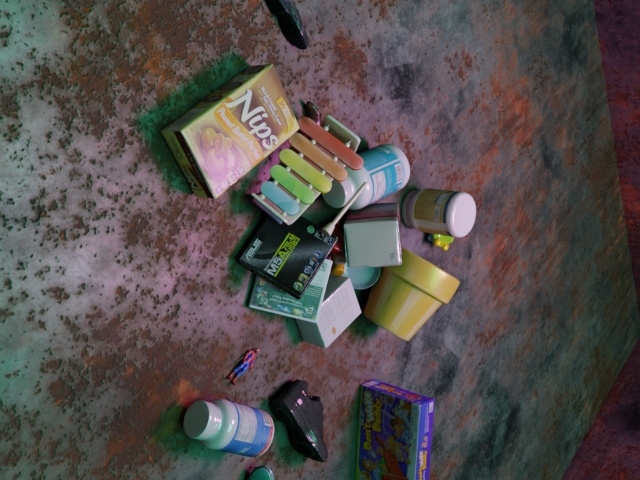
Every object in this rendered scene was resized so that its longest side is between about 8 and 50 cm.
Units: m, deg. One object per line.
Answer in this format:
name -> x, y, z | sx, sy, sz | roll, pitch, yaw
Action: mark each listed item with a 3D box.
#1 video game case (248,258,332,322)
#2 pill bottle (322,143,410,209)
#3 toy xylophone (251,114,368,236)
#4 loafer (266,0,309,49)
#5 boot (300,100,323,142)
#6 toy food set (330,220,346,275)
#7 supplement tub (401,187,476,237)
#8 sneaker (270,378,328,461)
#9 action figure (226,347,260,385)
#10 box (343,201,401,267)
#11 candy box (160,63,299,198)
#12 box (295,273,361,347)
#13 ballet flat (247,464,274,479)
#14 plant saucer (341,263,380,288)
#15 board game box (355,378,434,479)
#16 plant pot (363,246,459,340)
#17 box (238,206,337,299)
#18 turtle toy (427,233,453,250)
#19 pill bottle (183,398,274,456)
video game case -> -0.078, 0.113, 1.839 | 0.190, 0.022, 0.173 | 16, 85, -15
pill bottle -> 0.123, -0.175, 1.973 | 0.264, 0.146, 0.146 | -26, 115, -41
toy xylophone -> -0.012, -0.159, 1.784 | 0.322, 0.236, 0.081 | -57, 174, -18
loafer -> -0.070, -0.563, 1.760 | 0.061, 0.062, 0.170 | -56, 133, -30
boot -> -0.040, -0.299, 1.860 | 0.114, 0.037, 0.106 | -49, 130, -23
toy food set -> 0.000, 0.000, 1.916 | 0.232, 0.111, 0.104 | 27, 47, -35
supplement tub -> 0.374, -0.091, 2.213 | 0.144, 0.200, 0.144 | -12, 107, -45
sneaker -> -0.031, 0.515, 1.978 | 0.130, 0.109, 0.286 | -49, 131, -37
action figure -> -0.196, 0.325, 1.820 | 0.115, 0.030, 0.038 | -52, 125, -29
box -> 0.150, -0.019, 1.953 | 0.232, 0.149, 0.126 | -67, 152, -74
candy box -> -0.205, -0.263, 1.653 | 0.316, 0.088, 0.183 | -45, 127, -31
box -> 0.017, 0.195, 1.971 | 0.170, 0.091, 0.130 | -40, 125, -35
ballet flat -> -0.163, 0.723, 1.906 | 0.087, 0.083, 0.247 | -3, 101, -71
plant saucer -> 0.117, 0.084, 2.070 | 0.119, 0.021, 0.119 | 0, 91, -6
board game box -> 0.227, 0.635, 2.173 | 0.078, 0.233, 0.347 | -6, 101, -46
plant pot -> 0.257, 0.164, 2.127 | 0.254, 0.254, 0.239 | 30, 92, -45
box -> -0.081, 0.026, 1.780 | 0.190, 0.184, 0.045 | -56, 176, -19
turtle toy -> 0.410, -0.017, 2.363 | 0.130, 0.066, 0.095 | 28, 79, -46
pill bottle -> -0.230, 0.464, 1.740 | 0.221, 0.124, 0.124 | 30, 76, -44
